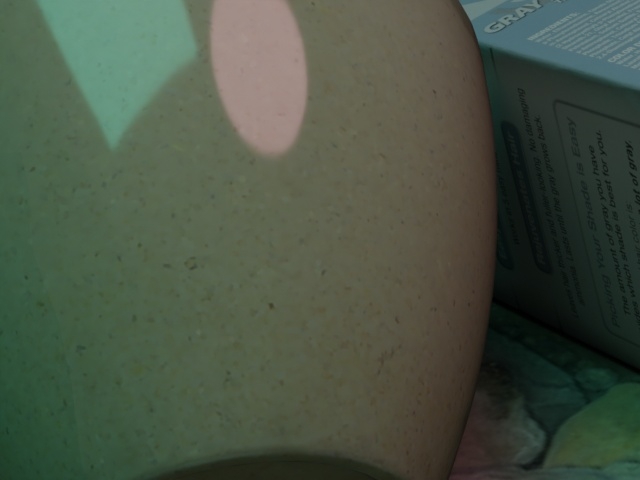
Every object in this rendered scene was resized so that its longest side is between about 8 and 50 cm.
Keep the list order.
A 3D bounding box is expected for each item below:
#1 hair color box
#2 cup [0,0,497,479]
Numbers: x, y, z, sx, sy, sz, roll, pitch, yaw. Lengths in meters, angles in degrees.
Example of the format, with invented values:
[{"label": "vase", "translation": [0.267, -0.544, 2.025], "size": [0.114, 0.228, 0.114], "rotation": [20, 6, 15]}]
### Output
[{"label": "hair color box", "translation": [0.167, -0.040, 0.820], "size": [0.113, 0.185, 0.374], "rotation": [-31, 30, -22]}, {"label": "cup", "translation": [-0.056, 0.041, 0.709], "size": [0.331, 0.331, 0.237], "rotation": [-15, 52, 2]}]
